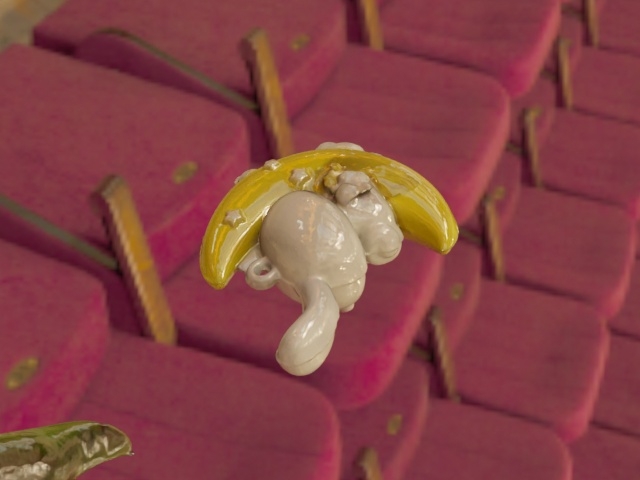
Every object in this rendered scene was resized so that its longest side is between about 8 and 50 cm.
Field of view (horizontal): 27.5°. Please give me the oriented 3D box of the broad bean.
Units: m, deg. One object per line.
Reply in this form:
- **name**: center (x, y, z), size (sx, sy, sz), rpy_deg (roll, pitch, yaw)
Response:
- **broad bean**: center (-0.298, 0.207, 1.108), size (0.339, 0.061, 0.077), rpy_deg (-3, 69, -50)

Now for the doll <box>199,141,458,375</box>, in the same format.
- **doll**: center (0.000, 0.000, 1.248), size (0.237, 0.252, 0.111), rpy_deg (-26, 136, -23)
